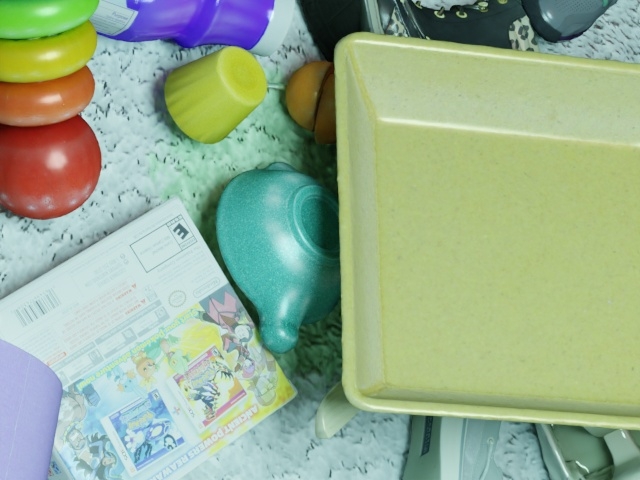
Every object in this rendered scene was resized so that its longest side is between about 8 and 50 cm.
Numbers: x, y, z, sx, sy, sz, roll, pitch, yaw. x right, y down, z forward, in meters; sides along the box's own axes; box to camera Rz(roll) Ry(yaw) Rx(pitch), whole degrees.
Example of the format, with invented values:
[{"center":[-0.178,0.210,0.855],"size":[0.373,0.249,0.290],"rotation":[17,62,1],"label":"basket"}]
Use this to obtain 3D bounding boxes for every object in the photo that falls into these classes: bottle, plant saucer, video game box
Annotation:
[{"center":[-0.156,-0.218,1.446],"size":[0.283,0.092,0.118],"rotation":[17,74,-26],"label":"bottle"},{"center":[0.167,0.008,1.451],"size":[0.333,0.081,0.332],"rotation":[5,60,-11],"label":"plant saucer"},{"center":[-0.143,0.093,1.393],"size":[0.205,0.048,0.187],"rotation":[-33,92,-33],"label":"video game box"}]

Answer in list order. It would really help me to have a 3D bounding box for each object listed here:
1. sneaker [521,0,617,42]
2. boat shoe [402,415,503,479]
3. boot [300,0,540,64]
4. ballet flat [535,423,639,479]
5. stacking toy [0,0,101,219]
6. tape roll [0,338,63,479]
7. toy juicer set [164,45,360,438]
[{"center":[0.266,-0.258,1.684],"size":[0.083,0.098,0.224],"rotation":[56,43,-8],"label":"sneaker"},{"center":[0.117,0.192,1.501],"size":[0.081,0.079,0.227],"rotation":[20,63,-20],"label":"boat shoe"},{"center":[0.088,-0.195,1.594],"size":[0.179,0.085,0.236],"rotation":[-28,98,-36],"label":"boot"},{"center":[0.244,0.168,1.543],"size":[0.139,0.139,0.400],"rotation":[-27,88,-34],"label":"ballet flat"},{"center":[-0.216,-0.167,1.314],"size":[0.141,0.141,0.330],"rotation":[-19,122,-33],"label":"stacking toy"},{"center":[-0.306,0.113,1.153],"size":[0.275,0.275,0.090],"rotation":[19,67,-25],"label":"tape roll"},{"center":[0.000,0.000,1.491],"size":[0.209,0.089,0.329],"rotation":[-6,73,-47],"label":"toy juicer set"}]
